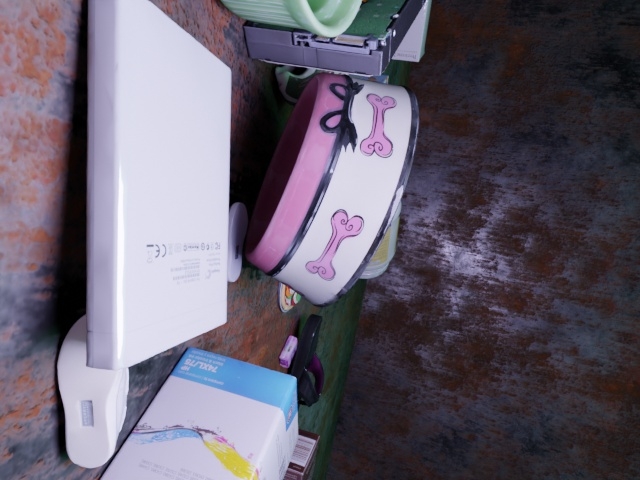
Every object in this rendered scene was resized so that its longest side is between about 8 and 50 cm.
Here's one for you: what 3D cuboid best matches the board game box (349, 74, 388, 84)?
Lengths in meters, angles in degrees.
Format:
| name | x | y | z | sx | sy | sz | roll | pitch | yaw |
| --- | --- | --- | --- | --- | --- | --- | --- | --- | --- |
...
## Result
| name | x | y | z | sx | sy | sz | roll | pitch | yaw |
| --- | --- | --- | --- | --- | --- | --- | --- | --- | --- |
| board game box | 0.092 | -0.372 | 1.248 | 0.275 | 0.144 | 0.142 | -60 | 158 | -50 |

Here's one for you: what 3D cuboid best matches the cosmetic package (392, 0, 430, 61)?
| name | x | y | z | sx | sy | sz | roll | pitch | yaw |
| --- | --- | --- | --- | --- | --- | --- | --- | --- | --- |
| cosmetic package | 0.304 | -0.863 | 1.594 | 0.155 | 0.197 | 0.365 | -60 | 157 | -52 |

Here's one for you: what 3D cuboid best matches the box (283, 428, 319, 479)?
| name | x | y | z | sx | sy | sz | roll | pitch | yaw |
| --- | --- | --- | --- | --- | --- | --- | --- | --- | --- |
| box | -0.114 | 0.659 | 1.236 | 0.168 | 0.167 | 0.203 | -36 | 136 | -71 |

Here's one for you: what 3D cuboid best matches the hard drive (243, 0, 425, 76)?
| name | x | y | z | sx | sy | sz | roll | pitch | yaw |
| --- | --- | --- | --- | --- | --- | --- | --- | --- | --- |
| hard drive | 0.046 | -0.411 | 0.781 | 0.064 | 0.237 | 0.339 | 85 | 25 | -48 |

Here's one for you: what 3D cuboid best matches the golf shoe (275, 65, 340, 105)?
| name | x | y | z | sx | sy | sz | roll | pitch | yaw |
| --- | --- | --- | --- | --- | --- | --- | --- | --- | --- |
| golf shoe | 0.022 | -0.384 | 0.877 | 0.273 | 0.105 | 0.120 | -51 | 153 | 0 |

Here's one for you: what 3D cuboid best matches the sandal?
| name | x | y | z | sx | sy | sz | roll | pitch | yaw |
| --- | --- | --- | --- | --- | --- | --- | --- | --- | --- |
| sandal | -0.039 | 0.450 | 1.445 | 0.167 | 0.107 | 0.445 | -58 | 163 | -59 |

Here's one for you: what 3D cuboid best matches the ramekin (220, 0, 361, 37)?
| name | x | y | z | sx | sy | sz | roll | pitch | yaw |
| --- | --- | --- | --- | --- | --- | --- | --- | --- | --- |
| ramekin | -0.042 | -0.436 | 0.572 | 0.303 | 0.148 | 0.303 | 13 | 90 | -70 |

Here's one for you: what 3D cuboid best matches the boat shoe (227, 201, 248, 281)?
| name | x | y | z | sx | sy | sz | roll | pitch | yaw |
| --- | --- | --- | --- | --- | --- | --- | --- | --- | --- |
| boat shoe | -0.159 | 0.002 | 0.760 | 0.049 | 0.040 | 0.142 | -15 | 116 | -65 |

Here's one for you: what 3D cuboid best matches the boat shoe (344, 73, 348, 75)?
| name | x | y | z | sx | sy | sz | roll | pitch | yaw |
| --- | --- | --- | --- | --- | --- | --- | --- | --- | --- |
| boat shoe | 0.000 | -0.262 | 1.041 | 0.096 | 0.117 | 0.324 | -54 | 157 | -70 |

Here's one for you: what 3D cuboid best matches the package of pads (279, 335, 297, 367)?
| name | x | y | z | sx | sy | sz | roll | pitch | yaw |
| --- | --- | --- | --- | --- | --- | --- | --- | --- | --- |
| package of pads | -0.096 | 0.336 | 1.323 | 0.083 | 0.032 | 0.050 | -65 | 161 | -44 |

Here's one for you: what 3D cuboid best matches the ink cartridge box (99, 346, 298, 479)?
| name | x | y | z | sx | sy | sz | roll | pitch | yaw |
| --- | --- | --- | --- | --- | --- | --- | --- | --- | --- |
| ink cartridge box | -0.170 | 0.349 | 0.670 | 0.270 | 0.197 | 0.198 | -63 | 160 | -48 |

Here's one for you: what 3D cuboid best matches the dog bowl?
| name | x | y | z | sx | sy | sz | roll | pitch | yaw |
| --- | --- | --- | --- | --- | --- | --- | --- | --- | --- |
| dog bowl | -0.006 | -0.100 | 0.764 | 0.408 | 0.150 | 0.407 | -159 | -90 | -75 |

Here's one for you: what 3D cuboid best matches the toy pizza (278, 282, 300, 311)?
| name | x | y | z | sx | sy | sz | roll | pitch | yaw |
| --- | --- | --- | --- | --- | --- | --- | --- | --- | --- |
| toy pizza | -0.069 | 0.105 | 1.233 | 0.201 | 0.032 | 0.201 | 12 | 90 | -77 |

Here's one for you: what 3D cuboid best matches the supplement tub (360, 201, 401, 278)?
| name | x | y | z | sx | sy | sz | roll | pitch | yaw |
| --- | --- | --- | --- | --- | --- | --- | --- | --- | --- |
| supplement tub | 0.172 | -0.036 | 1.656 | 0.331 | 0.241 | 0.241 | 88 | 19 | -47 |

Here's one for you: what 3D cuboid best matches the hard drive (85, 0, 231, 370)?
| name | x | y | z | sx | sy | sz | roll | pitch | yaw |
| --- | --- | --- | --- | --- | --- | --- | --- | --- | --- |
| hard drive | -0.172 | -0.060 | 0.510 | 0.233 | 0.047 | 0.352 | -4 | 95 | -76 |

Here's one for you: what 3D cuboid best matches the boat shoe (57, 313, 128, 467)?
| name | x | y | z | sx | sy | sz | roll | pitch | yaw |
| --- | --- | --- | --- | --- | --- | --- | --- | --- | --- |
| boat shoe | -0.248 | 0.162 | 0.498 | 0.063 | 0.066 | 0.184 | -117 | -153 | -76 |
